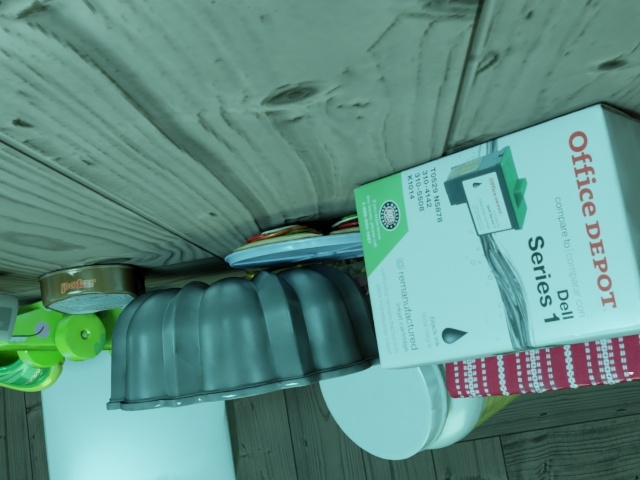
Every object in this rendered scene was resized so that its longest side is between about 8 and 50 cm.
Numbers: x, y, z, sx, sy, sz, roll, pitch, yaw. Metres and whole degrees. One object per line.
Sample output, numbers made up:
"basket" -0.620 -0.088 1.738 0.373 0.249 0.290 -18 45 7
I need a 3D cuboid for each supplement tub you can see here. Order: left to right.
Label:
"supplement tub" 0.181 0.159 1.132 0.331 0.241 0.241 -19 180 -42

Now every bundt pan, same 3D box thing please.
"bundt pan" -0.088 0.104 0.890 0.331 0.124 0.331 -9 176 -1

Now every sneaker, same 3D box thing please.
"sneaker" -0.546 0.172 1.168 0.296 0.109 0.123 -5 142 3

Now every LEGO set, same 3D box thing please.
"LEGO set" -0.056 0.101 1.129 0.132 0.107 0.287 -3 168 -36

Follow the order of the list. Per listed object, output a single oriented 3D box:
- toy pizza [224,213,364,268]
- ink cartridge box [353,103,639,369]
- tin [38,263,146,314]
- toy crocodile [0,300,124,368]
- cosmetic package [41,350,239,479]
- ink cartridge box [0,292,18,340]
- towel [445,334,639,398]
"toy pizza" 0.000 0.000 0.795 0.201 0.032 0.201 -7 174 -1
"ink cartridge box" 0.147 0.006 0.594 0.219 0.160 0.093 -18 166 39
"tin" -0.265 0.060 0.898 0.106 0.040 0.189 -4 171 -6
"toy crocodile" -0.300 0.117 1.052 0.115 0.105 0.340 -17 164 41
"cosmetic package" -0.347 0.331 1.550 0.327 0.329 0.393 -8 170 -7
"ink cartridge box" -0.432 0.056 0.713 0.225 0.056 0.181 8 173 8
"towel" 0.218 0.019 0.623 0.275 0.198 0.031 -17 156 39
